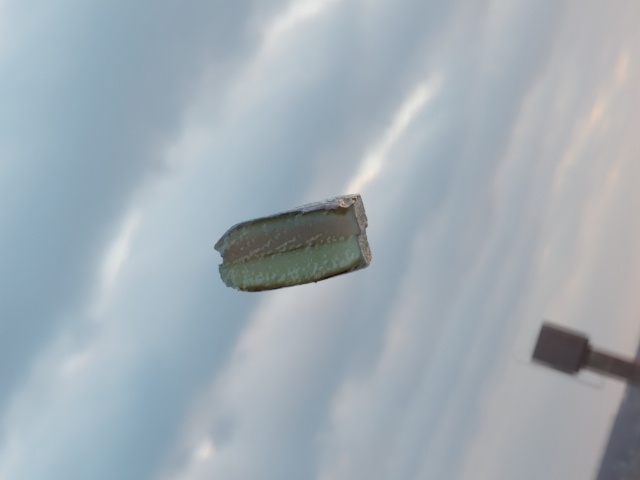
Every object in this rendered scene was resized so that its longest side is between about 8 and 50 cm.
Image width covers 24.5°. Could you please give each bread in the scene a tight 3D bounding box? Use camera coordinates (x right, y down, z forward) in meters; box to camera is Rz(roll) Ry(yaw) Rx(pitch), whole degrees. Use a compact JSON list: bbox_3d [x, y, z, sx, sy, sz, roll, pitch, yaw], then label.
[{"bbox_3d":[0.000,0.000,0.813,0.109,0.062,0.043,-15,-86,-38],"label":"bread"}]
